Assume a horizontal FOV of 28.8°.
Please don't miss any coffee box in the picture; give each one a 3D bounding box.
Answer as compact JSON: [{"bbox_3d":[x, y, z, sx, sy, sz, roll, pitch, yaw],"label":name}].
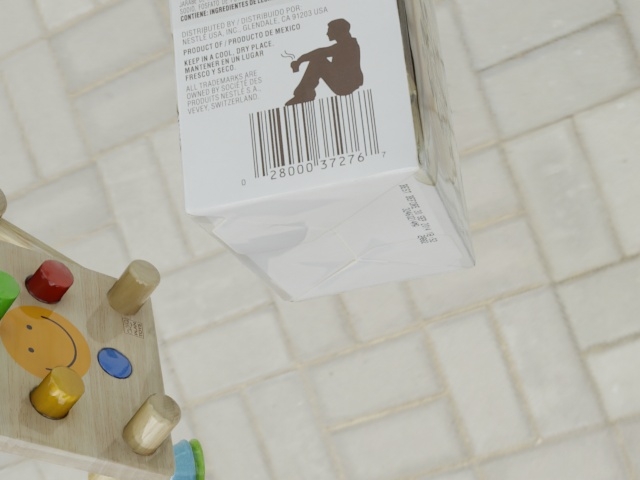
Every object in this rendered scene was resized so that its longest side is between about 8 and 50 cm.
[{"bbox_3d":[-0.004,-0.136,0.675,0.118,0.168,0.297,-11,70,12],"label":"coffee box"}]

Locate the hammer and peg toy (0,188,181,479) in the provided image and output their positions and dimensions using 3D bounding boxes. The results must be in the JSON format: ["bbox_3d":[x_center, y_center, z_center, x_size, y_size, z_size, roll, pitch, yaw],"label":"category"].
[{"bbox_3d":[-0.267,0.068,1.222,0.127,0.266,0.361,-50,35,29],"label":"hammer and peg toy"}]

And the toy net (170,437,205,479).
[{"bbox_3d":[-0.193,0.260,1.473,0.045,0.232,0.122,-1,107,-23],"label":"toy net"}]
